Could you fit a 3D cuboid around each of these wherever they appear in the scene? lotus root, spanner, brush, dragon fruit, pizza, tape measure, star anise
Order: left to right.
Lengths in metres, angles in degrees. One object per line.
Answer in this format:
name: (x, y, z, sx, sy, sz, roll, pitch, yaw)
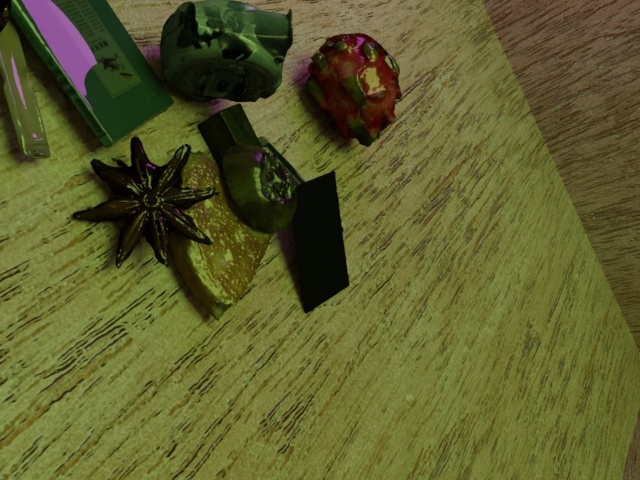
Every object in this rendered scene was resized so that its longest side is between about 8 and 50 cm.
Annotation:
brush: (-0.535, -0.288, 1.192, 0.060, 0.050, 0.321, -9, 80, -65)
star anise: (-0.323, -0.064, 1.308, 0.272, 0.102, 0.272, 4, 78, -19)
pizza: (-0.234, -0.017, 1.406, 0.268, 0.087, 0.258, 48, 44, -24)
tape measure: (-0.202, -0.385, 1.456, 0.256, 0.275, 0.147, 2, 74, -18)
lotus root: (-0.110, -0.123, 1.469, 0.183, 0.078, 0.203, -5, 73, -56)
spanner: (-0.045, -0.122, 1.688, 0.325, 0.040, 0.095, 46, 14, -31)
dragon fruit: (0.092, -0.402, 1.862, 0.231, 0.237, 0.302, -44, 121, -28)

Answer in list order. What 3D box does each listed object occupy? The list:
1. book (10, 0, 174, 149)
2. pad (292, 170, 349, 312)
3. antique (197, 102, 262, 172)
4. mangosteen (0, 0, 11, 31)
book: (-0.442, -0.378, 1.322, 0.379, 0.031, 0.264, 58, 28, -15)
pad: (-0.001, 0.000, 1.668, 0.202, 0.005, 0.299, -28, 114, -52)
antique: (-0.174, -0.183, 1.553, 0.080, 0.081, 0.221, -37, 103, -50)
mangosteen: (-0.590, -0.400, 1.086, 0.192, 0.192, 0.217, 11, 43, -48)
